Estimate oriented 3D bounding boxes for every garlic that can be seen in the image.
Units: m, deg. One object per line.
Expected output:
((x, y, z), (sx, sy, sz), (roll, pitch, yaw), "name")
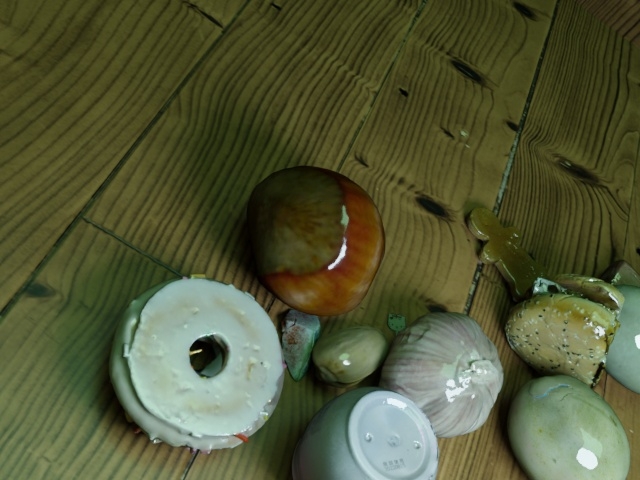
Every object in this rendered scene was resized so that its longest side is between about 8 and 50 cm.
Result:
((0.289, 0.320, 1.708), (0.318, 0.259, 0.317), (13, 66, -31), "garlic")

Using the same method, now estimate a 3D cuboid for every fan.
((0.197, 0.225, 1.877), (0.056, 0.004, 0.083), (13, 57, -22), "fan")

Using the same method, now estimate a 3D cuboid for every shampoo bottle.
((0.090, 0.455, 1.521), (0.273, 0.266, 0.272), (14, 53, -19), "shampoo bottle")

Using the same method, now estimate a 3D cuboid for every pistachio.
((0.068, 0.269, 1.704), (0.206, 0.129, 0.131), (-17, 77, -41), "pistachio")

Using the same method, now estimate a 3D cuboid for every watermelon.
((-0.044, 0.237, 1.716), (0.094, 0.081, 0.180), (-3, 56, -1), "watermelon")

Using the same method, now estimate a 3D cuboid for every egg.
((0.901, 0.283, 2.061), (0.258, 0.258, 0.352), (-40, 96, -38), "egg")

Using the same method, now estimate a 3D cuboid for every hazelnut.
((-0.004, -0.003, 1.718), (0.366, 0.366, 0.365), (13, 58, -21), "hazelnut")

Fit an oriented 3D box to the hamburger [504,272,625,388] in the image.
((0.643, 0.232, 1.938), (0.277, 0.317, 0.195), (23, 49, 26), "hamburger")

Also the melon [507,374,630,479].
((0.595, 0.479, 1.782), (0.269, 0.268, 0.330), (-2, 44, -29), "melon")

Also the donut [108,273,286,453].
((-0.256, 0.260, 1.527), (0.383, 0.142, 0.382), (12, 59, -21), "donut")

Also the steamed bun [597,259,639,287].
((0.918, 0.161, 2.243), (0.145, 0.106, 0.175), (44, 65, -6), "steamed bun")

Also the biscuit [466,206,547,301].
((0.536, 0.030, 2.144), (0.197, 0.049, 0.301), (-31, 80, -42), "biscuit")
